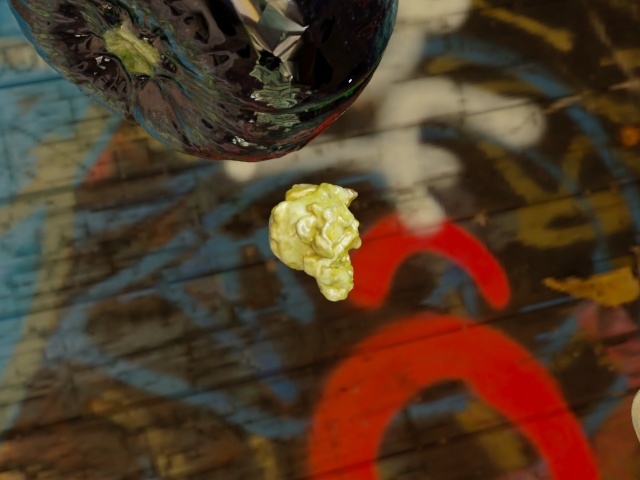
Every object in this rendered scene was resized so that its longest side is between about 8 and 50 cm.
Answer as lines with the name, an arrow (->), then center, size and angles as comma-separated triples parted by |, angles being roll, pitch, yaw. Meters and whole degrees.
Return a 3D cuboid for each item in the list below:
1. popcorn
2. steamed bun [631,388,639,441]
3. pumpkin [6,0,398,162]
popcorn -> 0.000, 0.000, 0.888 | 0.068, 0.059, 0.083 | -31, -93, 47
steamed bun -> 0.443, 0.169, 1.317 | 0.239, 0.170, 0.152 | -24, -91, 43
pumpkin -> -0.084, -0.213, 1.030 | 0.315, 0.315, 0.238 | 104, 12, -54
